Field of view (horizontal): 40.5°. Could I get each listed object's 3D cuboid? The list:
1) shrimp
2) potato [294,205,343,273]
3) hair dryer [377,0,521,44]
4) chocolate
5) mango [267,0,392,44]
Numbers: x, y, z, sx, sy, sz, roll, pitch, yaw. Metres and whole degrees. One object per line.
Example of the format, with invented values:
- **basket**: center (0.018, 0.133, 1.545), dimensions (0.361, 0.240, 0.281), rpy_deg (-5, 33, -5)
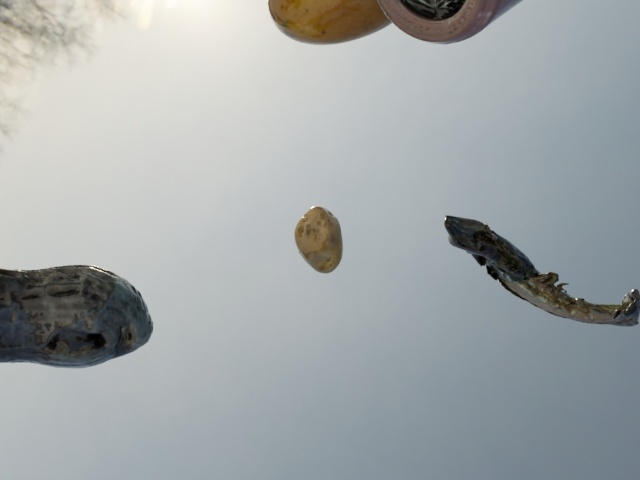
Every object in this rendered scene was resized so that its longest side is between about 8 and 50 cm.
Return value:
- **shrimp**: center (0.202, 0.031, 0.758), dimensions (0.148, 0.195, 0.035), rpy_deg (17, -104, 53)
- **potato**: center (0.000, 0.000, 1.089), dimensions (0.062, 0.083, 0.068), rpy_deg (-27, -155, 0)
- **hair dryer**: center (0.221, -0.277, 0.679), dimensions (0.352, 0.125, 0.210), rpy_deg (-10, -156, 48)
- **chocolate**: center (-0.282, 0.071, 0.828), dimensions (0.110, 0.248, 0.110), rpy_deg (-16, -109, 55)
- **mango**: center (0.047, -0.330, 1.010), dimensions (0.191, 0.160, 0.290), rpy_deg (12, -127, 31)
